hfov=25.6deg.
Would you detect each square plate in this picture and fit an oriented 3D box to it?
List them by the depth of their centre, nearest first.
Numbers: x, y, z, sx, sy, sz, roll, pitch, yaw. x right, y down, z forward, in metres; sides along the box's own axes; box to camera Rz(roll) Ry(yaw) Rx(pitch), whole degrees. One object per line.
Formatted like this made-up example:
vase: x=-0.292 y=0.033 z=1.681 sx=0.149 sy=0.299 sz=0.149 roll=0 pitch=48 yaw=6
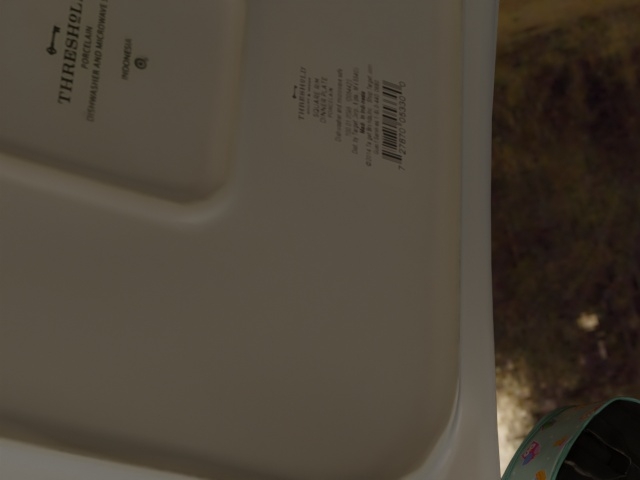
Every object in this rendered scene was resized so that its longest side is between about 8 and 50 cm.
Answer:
square plate: x=-0.078 y=-0.054 z=0.448 sx=0.344 sy=0.347 sz=0.049 roll=16 pitch=150 yaw=-21

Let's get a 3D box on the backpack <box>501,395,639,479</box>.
backpack: x=0.230 y=0.220 z=1.122 sx=0.166 sy=0.188 sz=0.144 roll=-50 pitch=-160 yaw=-24
